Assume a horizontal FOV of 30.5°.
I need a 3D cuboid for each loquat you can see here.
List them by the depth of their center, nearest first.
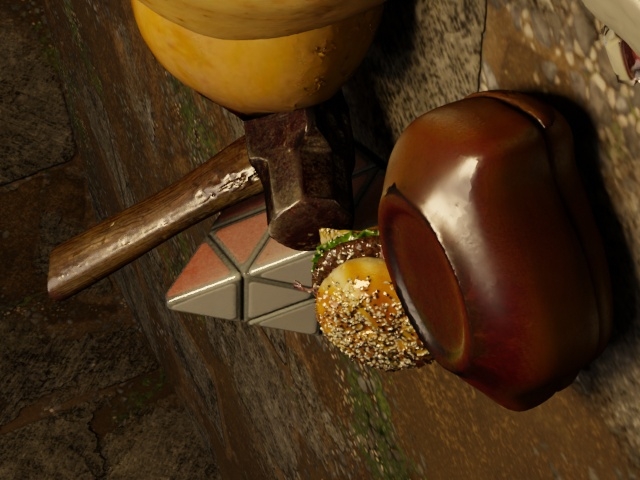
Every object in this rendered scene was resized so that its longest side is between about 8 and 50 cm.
[{"bbox_3d":[-0.052,-0.226,1.072,0.235,0.235,0.235,56,159,36],"label":"loquat"}]

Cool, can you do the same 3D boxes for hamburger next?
[{"bbox_3d":[0.072,0.059,1.113,0.190,0.093,0.164,-13,130,33],"label":"hamburger"}]

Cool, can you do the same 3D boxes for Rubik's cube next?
[{"bbox_3d":[-0.001,-0.002,1.311,0.228,0.229,0.233,26,106,11],"label":"Rubik's cube"}]

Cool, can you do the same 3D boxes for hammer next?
[{"bbox_3d":[-0.140,-0.044,1.265,0.095,0.409,0.242,29,-139,-46],"label":"hammer"}]

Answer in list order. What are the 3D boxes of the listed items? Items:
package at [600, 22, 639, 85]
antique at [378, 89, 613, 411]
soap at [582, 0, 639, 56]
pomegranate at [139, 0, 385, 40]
[{"bbox_3d":[0.217,-0.150,0.657,0.232,0.040,0.166,36,143,58],"label":"package"},{"bbox_3d":[0.136,0.012,0.935,0.223,0.129,0.278,49,156,43],"label":"antique"},{"bbox_3d":[0.222,-0.099,0.271,0.435,0.213,0.350,57,-178,36],"label":"soap"},{"bbox_3d":[-0.053,-0.301,0.801,0.342,0.342,0.342,56,159,36],"label":"pomegranate"}]
